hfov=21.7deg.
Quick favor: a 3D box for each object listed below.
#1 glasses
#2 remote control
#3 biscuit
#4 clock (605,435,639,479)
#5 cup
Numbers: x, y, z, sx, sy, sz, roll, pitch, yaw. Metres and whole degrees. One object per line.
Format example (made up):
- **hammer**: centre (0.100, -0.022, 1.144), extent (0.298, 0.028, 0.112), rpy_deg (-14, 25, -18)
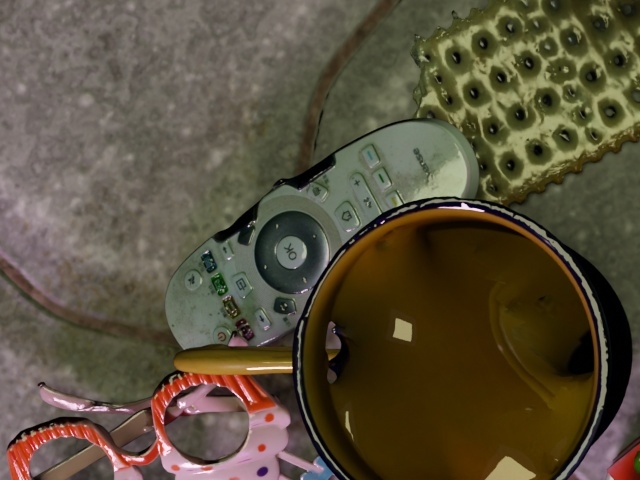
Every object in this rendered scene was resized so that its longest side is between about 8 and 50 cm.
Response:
- **glasses**: centre (-0.113, 0.162, 1.177), extent (0.255, 0.095, 0.162), rpy_deg (-20, 110, 11)
- **remote control**: centre (-0.001, 0.000, 1.155), extent (0.256, 0.045, 0.097), rpy_deg (-30, 78, 18)
- **biscuit**: centre (0.143, -0.107, 1.142), extent (0.203, 0.016, 0.144), rpy_deg (-27, 82, 11)
- **clock**: centre (0.260, 0.202, 0.947), extent (0.166, 0.309, 0.235), rpy_deg (-40, 78, 8)
- **cup**: centre (0.064, 0.054, 1.031), extent (0.255, 0.256, 0.178), rpy_deg (26, 94, 14)
